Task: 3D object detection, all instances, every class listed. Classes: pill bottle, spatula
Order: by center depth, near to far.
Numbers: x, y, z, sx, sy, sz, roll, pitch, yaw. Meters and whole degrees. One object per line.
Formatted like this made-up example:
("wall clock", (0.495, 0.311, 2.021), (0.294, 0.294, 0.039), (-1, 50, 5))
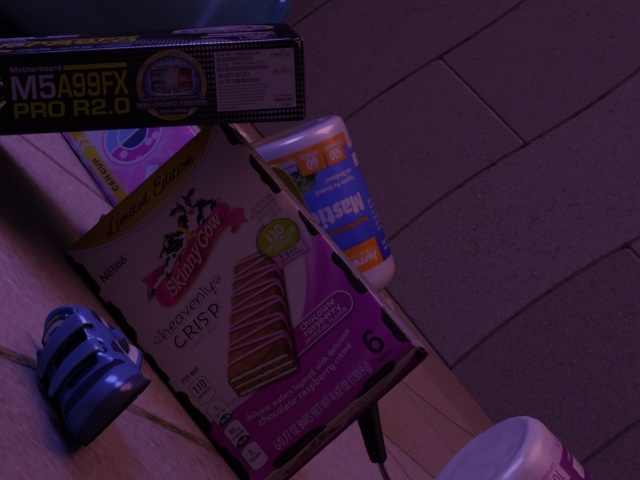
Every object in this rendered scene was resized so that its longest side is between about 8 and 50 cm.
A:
("spatula", (0.062, 0.189, 1.155), (0.084, 0.030, 0.296), (-107, 176, -79))
("pill bottle", (0.255, 0.340, 1.514), (0.301, 0.169, 0.169), (47, 4, -8))
("pill bottle", (0.000, 0.000, 1.767), (0.152, 0.152, 0.272), (-104, 173, -81))

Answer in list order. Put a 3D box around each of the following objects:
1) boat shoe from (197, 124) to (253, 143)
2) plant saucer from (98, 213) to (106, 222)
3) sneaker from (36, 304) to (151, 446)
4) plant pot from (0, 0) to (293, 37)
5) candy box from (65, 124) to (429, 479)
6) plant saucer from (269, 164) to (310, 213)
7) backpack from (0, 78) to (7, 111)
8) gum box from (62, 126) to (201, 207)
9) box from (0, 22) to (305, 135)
("boat shoe", (-0.124, -0.078, 1.900), (0.302, 0.109, 0.094), (54, 8, 29))
("plant saucer", (-0.150, 0.028, 1.233), (0.119, 0.021, 0.119), (47, 4, -5))
("sneaker", (-0.133, 0.072, 0.826), (0.059, 0.053, 0.144), (48, -4, -13))
("plant pot", (-0.254, -0.343, 1.656), (0.334, 0.341, 0.341), (33, 14, -45))
("candy box", (-0.055, 0.046, 1.099), (0.233, 0.159, 0.071), (49, 3, 16))
("plant saucer", (-0.038, 0.040, 1.571), (0.241, 0.037, 0.241), (-13, 90, -75))
("backpack", (-0.240, -0.085, 0.792), (0.084, 0.105, 0.114), (47, -1, -34))
("gum box", (-0.174, -0.089, 1.467), (0.188, 0.107, 0.062), (51, 5, 32))
("box", (-0.150, -0.123, 1.106), (0.216, 0.270, 0.060), (-106, -167, -78))
